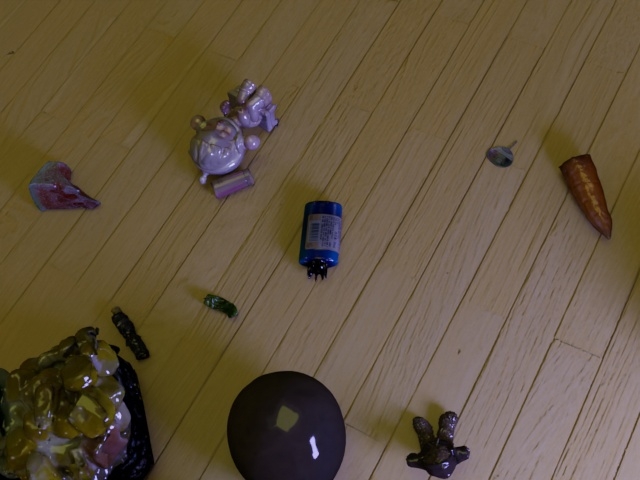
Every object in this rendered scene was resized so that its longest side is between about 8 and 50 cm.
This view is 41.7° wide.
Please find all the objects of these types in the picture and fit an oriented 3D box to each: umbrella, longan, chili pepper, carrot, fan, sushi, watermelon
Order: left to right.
[{"bbox_3d":[-0.502,0.350,1.602,0.329,0.285,0.327,-18,60,1],"label":"sushi"},{"bbox_3d":[-0.621,-0.113,1.992,0.121,0.098,0.158,-40,66,-12],"label":"watermelon"},{"bbox_3d":[-0.414,0.199,1.812,0.037,0.040,0.144,-40,61,0],"label":"umbrella"},{"bbox_3d":[-0.215,0.142,1.819,0.091,0.034,0.030,26,102,21],"label":"chili pepper"},{"bbox_3d":[-0.065,0.368,1.563,0.248,0.248,0.248,-4,61,7],"label":"longan"},{"bbox_3d":[0.421,-0.193,1.909,0.080,0.003,0.060,-18,60,0],"label":"fan"},{"bbox_3d":[0.579,-0.091,1.789,0.072,0.072,0.205,-16,62,0],"label":"carrot"}]

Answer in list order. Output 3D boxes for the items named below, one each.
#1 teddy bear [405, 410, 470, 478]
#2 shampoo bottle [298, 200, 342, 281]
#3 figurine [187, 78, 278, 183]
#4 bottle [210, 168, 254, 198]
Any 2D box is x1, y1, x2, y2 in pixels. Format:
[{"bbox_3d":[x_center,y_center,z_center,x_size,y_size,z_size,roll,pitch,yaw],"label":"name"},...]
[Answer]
[{"bbox_3d":[0.219,0.395,1.570,0.119,0.077,0.160,-8,21,7],"label":"teddy bear"},{"bbox_3d":[0.000,0.000,1.845,0.087,0.050,0.183,1,61,8],"label":"shampoo bottle"},{"bbox_3d":[-0.224,-0.252,1.986,0.182,0.144,0.256,39,70,4],"label":"figurine"},{"bbox_3d":[-0.205,-0.134,1.958,0.096,0.045,0.045,-23,60,-4],"label":"bottle"}]
